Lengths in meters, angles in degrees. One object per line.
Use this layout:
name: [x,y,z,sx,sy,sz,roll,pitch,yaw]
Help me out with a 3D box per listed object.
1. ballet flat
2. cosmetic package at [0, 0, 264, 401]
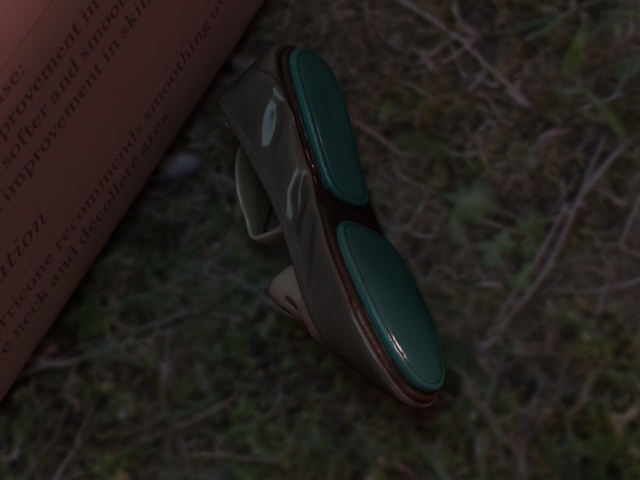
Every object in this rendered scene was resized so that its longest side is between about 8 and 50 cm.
ballet flat: [0.000,0.000,0.776,0.068,0.072,0.213,-34,58,25]
cosmetic package: [-0.265,-0.163,0.714,0.327,0.394,0.329,25,70,21]
